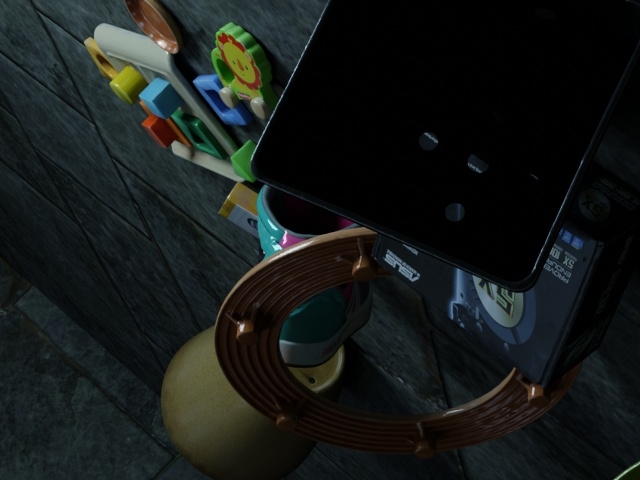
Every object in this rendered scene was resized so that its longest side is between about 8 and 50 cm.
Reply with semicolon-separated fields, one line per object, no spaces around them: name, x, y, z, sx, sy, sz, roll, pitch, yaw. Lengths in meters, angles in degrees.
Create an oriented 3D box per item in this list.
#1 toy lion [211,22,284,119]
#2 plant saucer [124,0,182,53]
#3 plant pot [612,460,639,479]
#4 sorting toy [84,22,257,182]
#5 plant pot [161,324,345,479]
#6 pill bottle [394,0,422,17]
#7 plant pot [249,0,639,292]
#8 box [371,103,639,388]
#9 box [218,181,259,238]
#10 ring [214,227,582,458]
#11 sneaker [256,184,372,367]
toy lion;-0.077;-0.169;1.407;0.100;0.034;0.096;23;145;54
plant saucer;-0.174;-0.233;1.518;0.083;0.013;0.083;41;162;16
plant pot;0.376;0.353;1.189;0.293;0.275;0.275;37;170;-29
sorting toy;-0.181;-0.152;1.666;0.348;0.047;0.196;25;154;51
plant pot;-0.067;0.188;1.932;0.237;0.237;0.254;46;150;1
pill bottle;0.027;-0.201;1.011;0.116;0.065;0.065;36;161;32
plant pot;0.092;-0.071;0.930;0.188;0.187;0.167;24;174;15
box;0.140;-0.005;1.081;0.180;0.077;0.147;38;136;25
box;-0.050;-0.014;1.671;0.136;0.028;0.081;31;164;-5
ring;0.070;0.107;1.305;0.337;0.032;0.336;3;140;2
sneaker;0.000;0.000;1.468;0.124;0.178;0.295;13;-164;7
